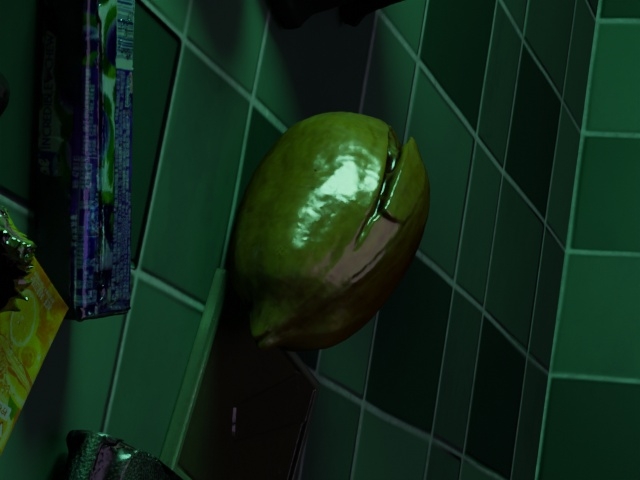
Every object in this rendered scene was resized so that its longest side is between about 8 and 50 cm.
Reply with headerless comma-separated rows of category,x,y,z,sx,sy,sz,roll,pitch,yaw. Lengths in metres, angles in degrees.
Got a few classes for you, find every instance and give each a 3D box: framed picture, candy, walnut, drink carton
framed picture,-0.083,0.207,1.786,0.324,0.020,0.240,56,43,-57
candy,-0.207,-0.086,1.387,0.088,0.061,0.312,-4,96,-66
walnut,0.000,0.000,1.728,0.336,0.209,0.209,-59,146,-39
drink carton,-0.282,0.114,1.226,0.096,0.071,0.222,68,34,-49

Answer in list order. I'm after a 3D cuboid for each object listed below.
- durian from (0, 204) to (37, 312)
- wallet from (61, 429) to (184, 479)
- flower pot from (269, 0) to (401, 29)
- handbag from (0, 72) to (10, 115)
durian,-0.285,-0.012,1.141,0.119,0.187,0.108,-53,-175,18
wallet,-0.194,0.311,1.484,0.262,0.071,0.220,56,42,-66
flower pot,0.101,-0.420,1.836,0.379,0.251,0.379,3,90,-66
handbag,-0.340,-0.092,0.957,0.244,0.088,0.275,-60,138,-22
